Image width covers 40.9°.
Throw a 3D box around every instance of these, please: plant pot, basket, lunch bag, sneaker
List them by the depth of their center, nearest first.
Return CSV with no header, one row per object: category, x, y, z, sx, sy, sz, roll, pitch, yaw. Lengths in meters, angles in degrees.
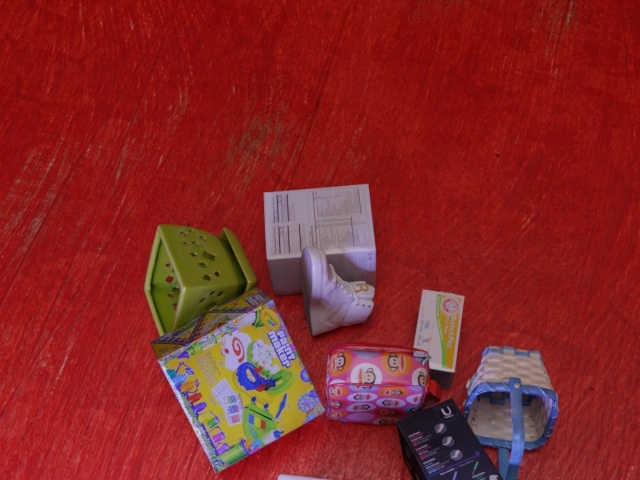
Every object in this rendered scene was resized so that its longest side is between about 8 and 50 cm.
basket,0.414,0.399,1.884,0.201,0.255,0.289,2,42,2
lunch bag,0.141,0.327,1.909,0.258,0.293,0.120,4,62,0
sneaker,0.045,0.106,2.047,0.169,0.293,0.108,-12,50,-8
plant pot,-0.286,0.107,2.073,0.207,0.227,0.228,-5,45,-28

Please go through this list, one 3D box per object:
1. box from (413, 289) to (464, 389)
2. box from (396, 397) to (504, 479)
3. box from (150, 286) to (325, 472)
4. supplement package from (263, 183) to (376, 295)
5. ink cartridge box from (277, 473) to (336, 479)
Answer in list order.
box,0.278,0.235,2.056,0.103,0.114,0.203,9,60,8
box,0.285,0.503,1.831,0.143,0.165,0.270,-21,42,-8
box,-0.186,0.305,1.923,0.279,0.177,0.290,-27,103,-12
supplement package,0.000,0.000,2.154,0.262,0.199,0.198,-5,60,0
ink cartridge box,0.007,0.617,1.761,0.198,0.270,0.197,5,61,6
